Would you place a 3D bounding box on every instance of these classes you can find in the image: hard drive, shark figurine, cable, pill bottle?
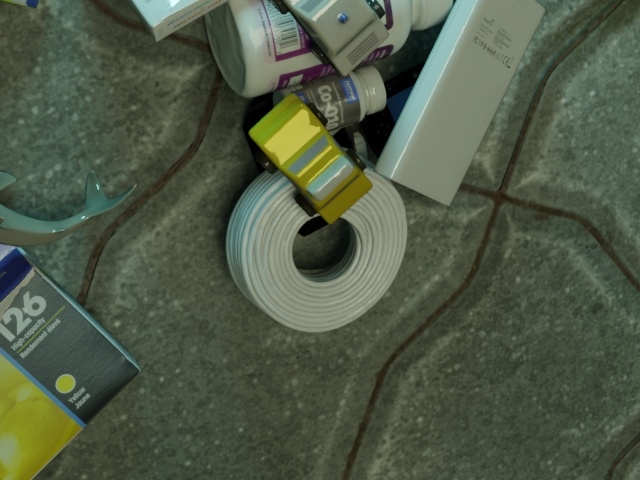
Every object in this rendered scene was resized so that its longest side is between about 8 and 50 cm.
[{"bbox_3d":[0.193,-0.207,1.937,0.203,0.040,0.307,19,99,-61],"label":"hard drive"},{"bbox_3d":[-0.382,-0.034,1.781,0.278,0.116,0.166,13,83,-23],"label":"shark figurine"},{"bbox_3d":[0.000,0.000,1.950,0.257,0.089,0.257,-34,118,-9],"label":"cable"},{"bbox_3d":[0.012,-0.303,1.852,0.301,0.169,0.169,-18,114,-18],"label":"pill bottle"},{"bbox_3d":[0.013,-0.185,1.898,0.137,0.078,0.078,-19,115,-17],"label":"pill bottle"}]

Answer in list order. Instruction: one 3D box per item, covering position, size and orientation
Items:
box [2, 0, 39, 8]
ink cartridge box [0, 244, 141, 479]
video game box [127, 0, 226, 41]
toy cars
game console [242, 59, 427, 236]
[{"bbox_3d":[-0.387,-0.343,1.694,0.178,0.042,0.109,7,105,-49],"label":"box"},{"bbox_3d":[-0.444,0.174,1.872,0.303,0.072,0.307,-45,121,-5],"label":"ink cartridge box"},{"bbox_3d":[-0.177,-0.370,1.743,0.187,0.205,0.048,-32,162,-9],"label":"video game box"},{"bbox_3d":[0.009,-0.183,1.757,0.176,0.087,0.394,-8,120,-24],"label":"toy cars"},{"bbox_3d":[0.074,-0.171,1.997,0.361,0.044,0.213,-29,117,-13],"label":"game console"}]
